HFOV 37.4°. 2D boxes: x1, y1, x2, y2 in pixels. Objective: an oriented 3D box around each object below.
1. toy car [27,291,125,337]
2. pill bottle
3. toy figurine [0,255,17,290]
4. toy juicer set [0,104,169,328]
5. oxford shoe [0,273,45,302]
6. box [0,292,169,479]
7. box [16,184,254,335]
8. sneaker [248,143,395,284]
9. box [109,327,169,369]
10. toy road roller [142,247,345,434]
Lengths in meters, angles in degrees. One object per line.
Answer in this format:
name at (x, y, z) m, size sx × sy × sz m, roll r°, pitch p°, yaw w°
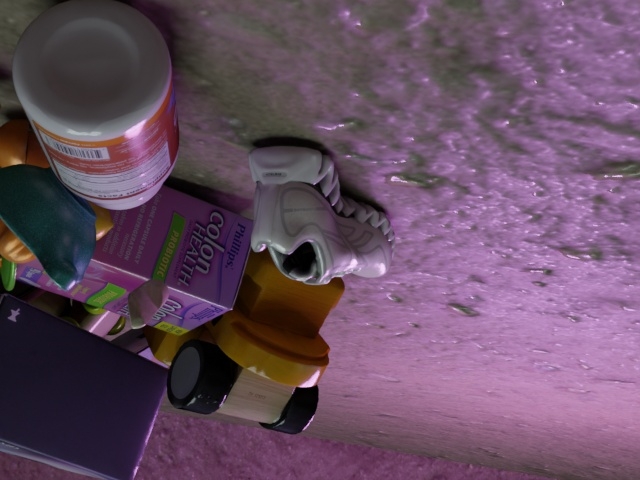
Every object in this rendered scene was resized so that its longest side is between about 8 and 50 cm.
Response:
toy car at (-0.449, 0.108, 1.625) m, size 0.188 × 0.149 × 0.155 m, roll 35°, pitch 161°, yaw 12°
pill bottle at (-0.183, -0.104, 0.815) m, size 0.121 × 0.121 × 0.216 m, roll 10°, pitch 162°, yaw -3°
toy figurine at (-0.431, -0.014, 1.070) m, size 0.159 × 0.130 × 0.173 m, roll -2°, pitch 149°, yaw -26°
toy juicer set at (-0.256, -0.007, 0.916) m, size 0.329 × 0.089 × 0.209 m, roll 48°, pitch 178°, yaw 16°
oxford shoe at (-0.501, 0.020, 1.329) m, size 0.348 × 0.122 × 0.130 m, roll -4°, pitch 156°, yaw 34°
box at (-0.429, 0.202, 1.330) m, size 0.294 × 0.182 × 0.296 m, roll -2°, pitch 153°, yaw 44°
box at (-0.236, 0.012, 1.154) m, size 0.243 × 0.117 × 0.213 m, roll 21°, pitch 159°, yaw -19°
sneaker at (0.000, 0.000, 1.050) m, size 0.110 × 0.118 × 0.292 m, roll -3°, pitch 160°, yaw 26°
box at (-0.366, 0.242, 1.724) m, size 0.169 × 0.087 × 0.290 m, roll -10°, pitch -166°, yaw 42°
toy road roller at (-0.102, 0.101, 1.349) m, size 0.203 × 0.240 × 0.329 m, roll 21°, pitch -165°, yaw -33°
